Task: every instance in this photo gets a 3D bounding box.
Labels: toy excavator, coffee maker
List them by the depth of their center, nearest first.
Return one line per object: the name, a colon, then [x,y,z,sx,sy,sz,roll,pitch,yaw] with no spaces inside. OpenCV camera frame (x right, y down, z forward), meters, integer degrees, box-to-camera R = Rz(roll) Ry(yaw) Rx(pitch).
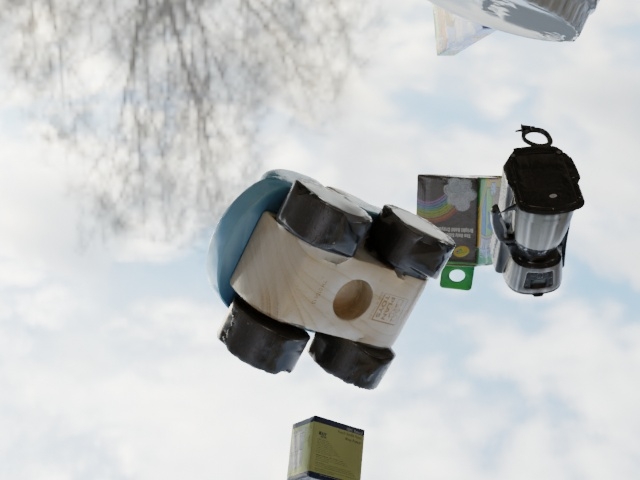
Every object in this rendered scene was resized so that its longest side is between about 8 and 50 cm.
toy excavator: [0.000,0.000,1.657,0.433,0.222,0.445,17,-163,-38]
coffee maker: [0.308,-0.038,1.704,0.120,0.178,0.171,14,-131,11]

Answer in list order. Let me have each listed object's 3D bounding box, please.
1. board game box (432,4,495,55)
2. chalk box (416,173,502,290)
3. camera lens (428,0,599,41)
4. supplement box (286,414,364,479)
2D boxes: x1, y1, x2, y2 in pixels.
board game box: [0.233,-0.399,1.946,0.039,0.160,0.211,-4,178,-15]
chalk box: [0.261,-0.016,2.235,0.132,0.213,0.132,5,-174,31]
camera lens: [0.230,-0.378,1.296,0.219,0.274,0.219,20,-179,0]
supplement box: [0.007,0.285,1.581,0.083,0.056,0.083,21,-120,-28]
